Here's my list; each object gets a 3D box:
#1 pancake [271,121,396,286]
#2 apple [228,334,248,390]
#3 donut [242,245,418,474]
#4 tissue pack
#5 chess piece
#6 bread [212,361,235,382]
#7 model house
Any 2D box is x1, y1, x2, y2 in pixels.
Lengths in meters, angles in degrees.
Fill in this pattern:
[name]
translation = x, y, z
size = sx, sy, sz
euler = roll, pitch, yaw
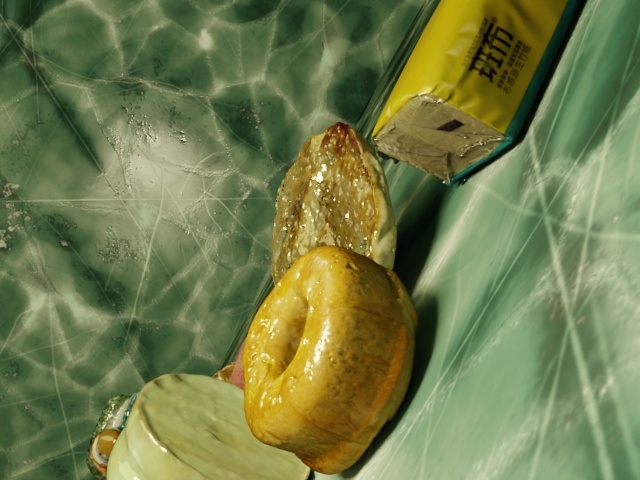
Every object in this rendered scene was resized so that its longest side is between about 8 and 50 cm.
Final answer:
[pancake]
translation = 0.005, 0.021, 1.025
size = 0.356, 0.065, 0.356
euler = -20, 67, 60
[apple]
translation = -0.073, 0.204, 1.165
size = 0.153, 0.120, 0.153
euler = -158, 90, -85
[donut]
translation = 0.006, 0.115, 0.778
size = 0.226, 0.114, 0.226
euler = -49, 27, 35
[tissue pack]
translation = 0.186, -0.220, 0.902
size = 0.271, 0.134, 0.192
euler = -63, 5, -18
[chess piece]
translation = -0.203, 0.402, 0.918
size = 0.442, 0.234, 0.234
euler = -63, 5, 10
[bread]
translation = -0.188, 0.303, 1.603
size = 0.105, 0.076, 0.233
euler = -46, -9, 10
[model house]
translation = -0.327, 0.419, 1.572
size = 0.301, 0.271, 0.190
euler = -48, 19, 59
